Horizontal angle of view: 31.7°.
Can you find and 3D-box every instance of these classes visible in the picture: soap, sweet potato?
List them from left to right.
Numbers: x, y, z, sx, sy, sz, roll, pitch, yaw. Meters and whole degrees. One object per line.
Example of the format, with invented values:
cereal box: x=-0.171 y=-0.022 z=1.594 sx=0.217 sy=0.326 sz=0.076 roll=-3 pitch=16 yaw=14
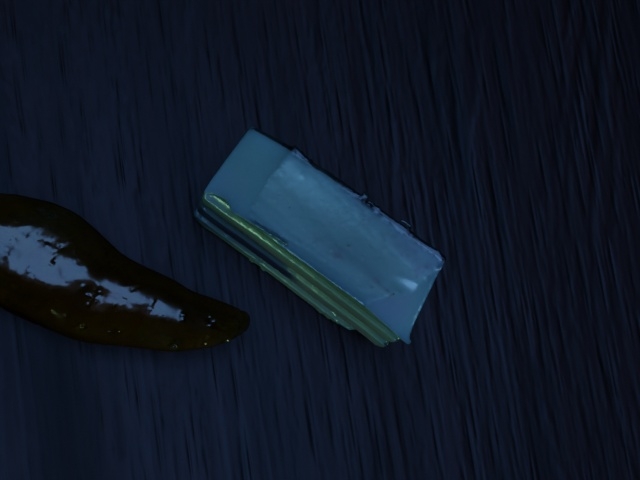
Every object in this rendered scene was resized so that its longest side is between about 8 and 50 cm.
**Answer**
sweet potato: x=-0.243 y=0.027 z=1.033 sx=0.359 sy=0.112 sz=0.112 roll=30 pitch=76 yaw=-8
soap: x=0.000 y=0.000 z=1.064 sx=0.231 sy=0.145 sz=0.091 roll=36 pitch=75 yaw=-4
